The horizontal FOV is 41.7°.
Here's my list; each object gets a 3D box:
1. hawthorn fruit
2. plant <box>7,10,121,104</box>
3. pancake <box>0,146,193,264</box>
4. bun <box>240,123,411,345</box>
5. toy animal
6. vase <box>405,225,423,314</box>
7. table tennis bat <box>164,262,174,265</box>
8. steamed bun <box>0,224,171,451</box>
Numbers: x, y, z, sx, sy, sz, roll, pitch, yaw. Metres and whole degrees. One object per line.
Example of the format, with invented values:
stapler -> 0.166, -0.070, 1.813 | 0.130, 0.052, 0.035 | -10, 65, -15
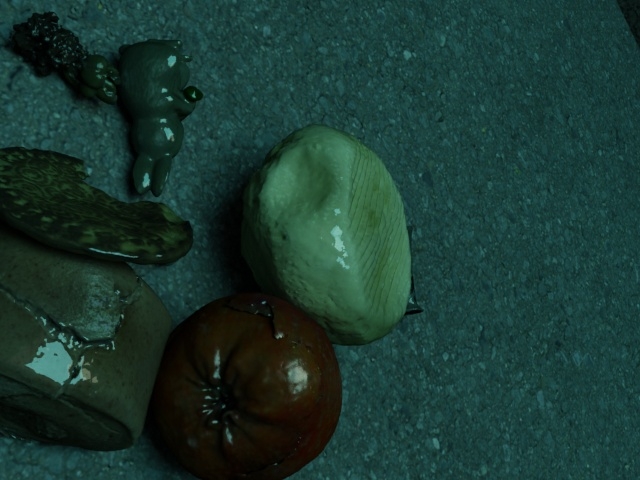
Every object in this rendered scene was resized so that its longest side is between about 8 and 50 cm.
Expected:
hawthorn fruit -> -0.079, 0.217, 1.218 | 0.307, 0.276, 0.276 | 18, 64, -59
plant -> -0.363, -0.262, 1.217 | 0.174, 0.087, 0.085 | 35, 86, -25
pancake -> -0.309, -0.048, 1.102 | 0.288, 0.286, 0.033 | 13, 110, -27
bun -> 0.000, 0.000, 1.357 | 0.352, 0.227, 0.349 | 63, 28, -30
toy animal -> -0.255, -0.188, 1.291 | 0.108, 0.138, 0.236 | -34, 132, -84
vase -> 0.160, 0.059, 1.615 | 0.059, 0.059, 0.167 | 3, 76, -43
table tennis bat -> -0.281, -0.003, 1.184 | 0.237, 0.149, 0.038 | 24, 91, -57
steamed bun -> -0.323, 0.117, 1.047 | 0.301, 0.199, 0.251 | 33, 57, -31
